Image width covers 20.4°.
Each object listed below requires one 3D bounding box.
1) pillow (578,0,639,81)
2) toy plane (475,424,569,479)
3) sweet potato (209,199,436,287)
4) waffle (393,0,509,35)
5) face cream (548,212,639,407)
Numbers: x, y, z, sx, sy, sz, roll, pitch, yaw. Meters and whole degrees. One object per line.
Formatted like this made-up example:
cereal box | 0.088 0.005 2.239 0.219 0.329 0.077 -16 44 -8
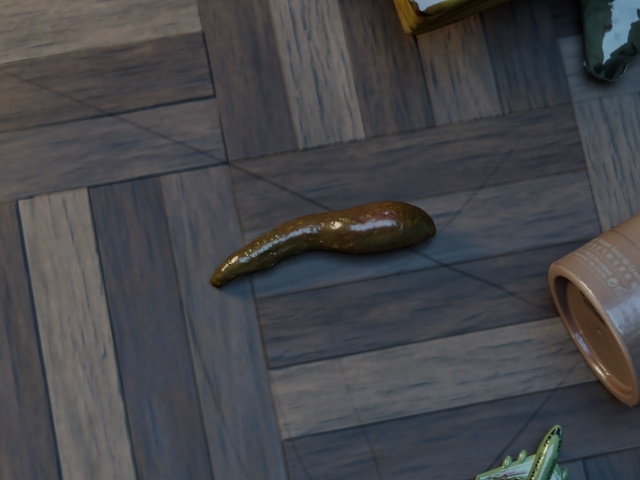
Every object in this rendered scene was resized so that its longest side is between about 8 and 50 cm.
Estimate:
pillow | 0.289 -0.268 1.711 0.093 0.051 0.241 -6 75 10
toy plane | 0.193 0.217 1.595 0.102 0.040 0.111 23 75 1
sweet potato | 0.000 0.000 1.638 0.214 0.050 0.050 -11 77 -1
waffle | 0.192 -0.341 1.624 0.328 0.098 0.224 -22 90 -3
face cream | 0.284 0.060 1.582 0.104 0.149 0.149 -30 79 -8
